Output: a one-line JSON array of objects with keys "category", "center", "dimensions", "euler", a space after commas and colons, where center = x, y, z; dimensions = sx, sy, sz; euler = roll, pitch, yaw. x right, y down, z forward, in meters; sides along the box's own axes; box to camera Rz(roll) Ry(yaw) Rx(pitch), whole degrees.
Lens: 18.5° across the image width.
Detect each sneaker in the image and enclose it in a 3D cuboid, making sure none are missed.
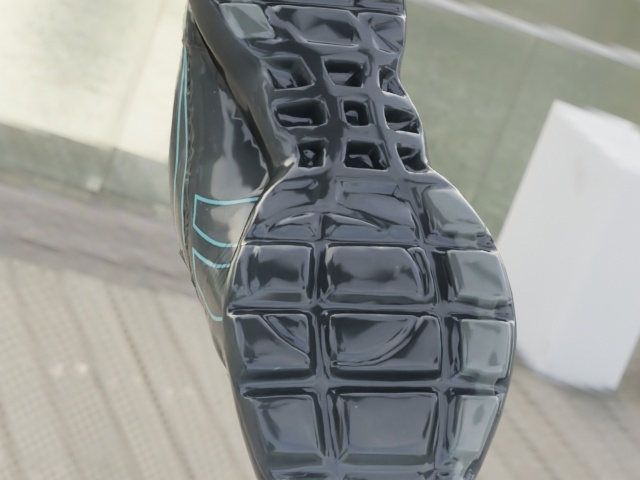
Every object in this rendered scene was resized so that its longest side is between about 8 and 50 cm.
[{"category": "sneaker", "center": [0.000, 0.000, 0.694], "dimensions": [0.101, 0.106, 0.267], "euler": [3, 56, -16]}]
